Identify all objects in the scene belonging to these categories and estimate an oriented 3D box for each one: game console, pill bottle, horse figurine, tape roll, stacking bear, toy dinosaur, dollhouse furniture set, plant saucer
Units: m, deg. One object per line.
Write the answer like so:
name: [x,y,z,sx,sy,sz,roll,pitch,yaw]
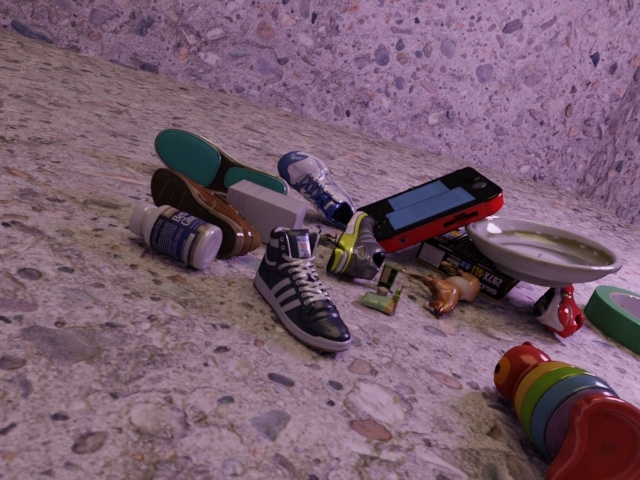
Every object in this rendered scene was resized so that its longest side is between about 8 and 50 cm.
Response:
game console: [0.299,-0.100,1.697,0.387,0.060,0.342,-20,23,3]
pill bottle: [-0.292,-0.015,1.188,0.169,0.094,0.094,23,20,11]
horse figurine: [0.316,0.111,1.461,0.263,0.066,0.174,-3,23,-41]
tape roll: [0.913,0.237,1.659,0.321,0.077,0.321,17,19,-6]
stacking bear: [0.391,0.271,0.990,0.164,0.175,0.289,11,14,-15]
toy dinosaur: [0.000,0.000,1.531,0.082,0.090,0.047,1,58,9]
dollhouse furniture set: [0.147,0.106,1.326,0.076,0.058,0.151,21,20,7]
plant saucer: [0.573,0.038,1.569,0.401,0.100,0.400,9,19,-3]

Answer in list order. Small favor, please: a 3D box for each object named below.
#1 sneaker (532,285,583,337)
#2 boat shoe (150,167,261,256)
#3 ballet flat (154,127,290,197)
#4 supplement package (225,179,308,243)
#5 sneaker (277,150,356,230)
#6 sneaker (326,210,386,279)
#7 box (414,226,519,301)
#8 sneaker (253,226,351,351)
sneaker: [0.631,0.185,1.548,0.118,0.107,0.279,44,29,12]
boat shoe: [-0.263,-0.059,1.339,0.307,0.110,0.104,41,23,25]
ballet flat: [-0.271,-0.187,1.653,0.400,0.139,0.139,24,20,1]
supplement package: [-0.137,-0.063,1.443,0.179,0.105,0.105,21,19,7]
sneaker: [0.007,-0.136,1.651,0.296,0.112,0.131,36,16,-33]
sneaker: [0.102,0.022,1.469,0.121,0.111,0.300,27,28,3]
box: [0.454,0.053,1.722,0.257,0.079,0.322,26,21,24]
sneaker: [-0.026,0.076,1.105,0.099,0.153,0.282,1,26,-39]
